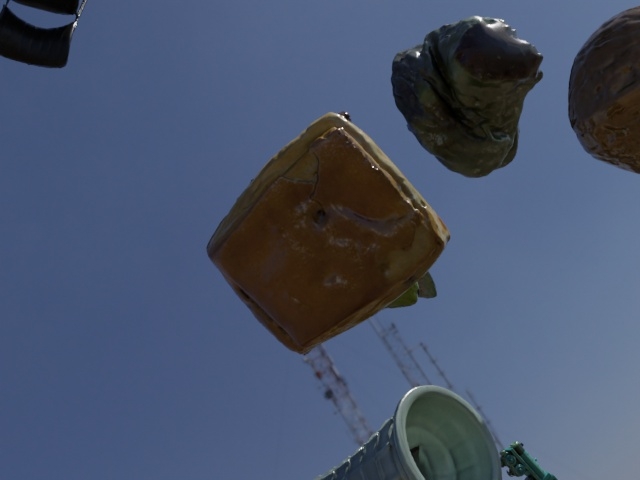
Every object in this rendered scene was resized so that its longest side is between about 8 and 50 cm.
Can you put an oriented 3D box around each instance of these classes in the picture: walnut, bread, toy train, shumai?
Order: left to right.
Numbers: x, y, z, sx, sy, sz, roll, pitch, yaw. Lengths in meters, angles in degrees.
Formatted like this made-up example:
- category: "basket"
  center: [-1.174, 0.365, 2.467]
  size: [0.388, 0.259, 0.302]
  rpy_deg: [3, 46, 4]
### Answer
- category: "bread"
  center: [0.000, 0.000, 0.953]
  size: [0.235, 0.210, 0.099]
  rpy_deg: [-42, -2, 14]
- category: "shumai"
  center: [0.310, -0.312, 1.628]
  size: [0.304, 0.309, 0.263]
  rpy_deg: [-47, 0, -42]
- category: "toy train"
  center: [0.282, 0.313, 1.160]
  size: [0.045, 0.092, 0.029]
  rpy_deg: [-42, -1, -19]
- category: "walnut"
  center: [0.439, -0.199, 1.121]
  size: [0.228, 0.228, 0.228]
  rpy_deg: [-26, -28, -15]

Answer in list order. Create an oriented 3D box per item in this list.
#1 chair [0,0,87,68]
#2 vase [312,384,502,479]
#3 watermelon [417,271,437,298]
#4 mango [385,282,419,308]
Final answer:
- category: "chair"
  center: [-0.441, -0.404, 1.360]
  size: [0.140, 0.221, 0.145]
  rpy_deg: [12, -32, -11]
- category: "vase"
  center: [0.048, 0.286, 0.957]
  size: [0.143, 0.143, 0.299]
  rpy_deg: [-4, -29, -44]
- category: "watermelon"
  center: [0.128, 0.039, 1.489]
  size: [0.094, 0.180, 0.081]
  rpy_deg: [-63, -11, -8]
- category: "mango"
  center: [0.061, 0.063, 1.217]
  size: [0.165, 0.091, 0.074]
  rpy_deg: [15, -31, -19]
